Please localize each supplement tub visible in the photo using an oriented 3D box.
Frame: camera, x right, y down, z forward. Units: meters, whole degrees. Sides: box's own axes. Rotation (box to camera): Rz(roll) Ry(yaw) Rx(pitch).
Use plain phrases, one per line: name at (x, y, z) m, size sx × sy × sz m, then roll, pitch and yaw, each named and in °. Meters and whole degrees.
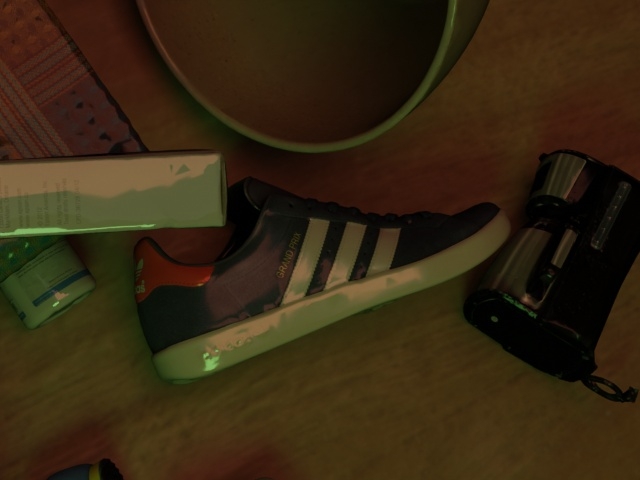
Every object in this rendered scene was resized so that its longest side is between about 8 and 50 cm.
supplement tub at (-0.243, 0.014, 1.445) m, size 0.071 × 0.071 × 0.107 m, roll -33°, pitch 88°, yaw -25°

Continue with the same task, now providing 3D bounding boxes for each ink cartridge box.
ink cartridge box at (-0.265, -0.032, 1.280) m, size 0.371 × 0.176 × 0.069 m, roll -1°, pitch 93°, yaw -13°

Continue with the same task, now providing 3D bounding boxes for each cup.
cup at (0.028, -0.268, 1.523) m, size 0.331 × 0.331 × 0.237 m, roll 55°, pitch 38°, yaw 2°

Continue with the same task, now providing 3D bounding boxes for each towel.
towel at (-0.351, -0.061, 1.369) m, size 0.370 × 0.040 × 0.271 m, roll -36°, pitch 100°, yaw -9°

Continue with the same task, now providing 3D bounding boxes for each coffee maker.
coffee maker at (0.241, 0.031, 1.602) m, size 0.171 × 0.120 × 0.178 m, roll 42°, pitch 65°, yaw -24°

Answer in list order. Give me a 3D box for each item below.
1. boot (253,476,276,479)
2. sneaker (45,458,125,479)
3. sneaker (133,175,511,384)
boot at (-0.028, 0.324, 1.421) m, size 0.123 × 0.095 × 0.258 m, roll -25°, pitch 94°, yaw -38°
sneaker at (-0.169, 0.282, 1.404) m, size 0.082 × 0.069 × 0.209 m, roll -24°, pitch 92°, yaw 7°
sneaker at (0.000, 0.000, 1.503) m, size 0.350 × 0.131 × 0.148 m, roll -20°, pitch 86°, yaw -23°
